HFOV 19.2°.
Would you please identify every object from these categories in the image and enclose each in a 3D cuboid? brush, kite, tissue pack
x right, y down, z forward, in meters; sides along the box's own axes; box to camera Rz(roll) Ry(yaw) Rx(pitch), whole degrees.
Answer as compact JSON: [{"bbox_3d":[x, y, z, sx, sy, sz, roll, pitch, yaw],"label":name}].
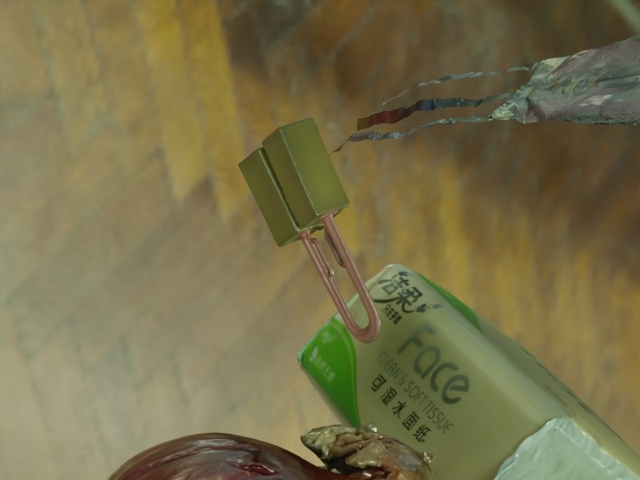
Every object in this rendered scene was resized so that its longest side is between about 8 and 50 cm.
[{"bbox_3d":[0.000,0.000,1.938,0.047,0.103,0.233,-20,81,-32],"label":"brush"},{"bbox_3d":[0.175,-0.122,1.540,0.204,0.360,0.022,-52,125,-52],"label":"kite"},{"bbox_3d":[0.203,0.237,2.109,0.205,0.405,0.332,-47,123,3],"label":"tissue pack"}]

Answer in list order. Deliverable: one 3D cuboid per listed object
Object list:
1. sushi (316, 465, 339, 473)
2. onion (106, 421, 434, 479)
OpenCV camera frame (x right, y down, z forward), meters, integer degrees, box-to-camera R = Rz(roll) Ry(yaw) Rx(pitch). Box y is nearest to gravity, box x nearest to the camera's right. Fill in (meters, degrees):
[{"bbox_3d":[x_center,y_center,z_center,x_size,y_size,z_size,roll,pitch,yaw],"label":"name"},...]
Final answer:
[{"bbox_3d":[-0.007,0.317,1.843,0.274,0.139,0.184,1,72,-46],"label":"sushi"},{"bbox_3d":[-0.060,0.318,1.494,0.354,0.354,0.353,-27,121,-58],"label":"onion"}]
